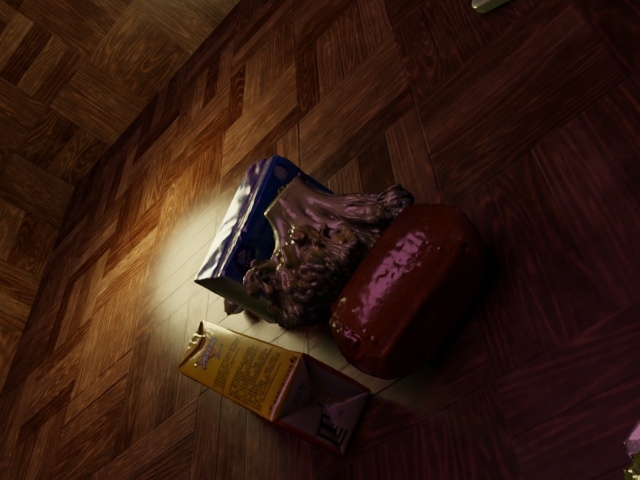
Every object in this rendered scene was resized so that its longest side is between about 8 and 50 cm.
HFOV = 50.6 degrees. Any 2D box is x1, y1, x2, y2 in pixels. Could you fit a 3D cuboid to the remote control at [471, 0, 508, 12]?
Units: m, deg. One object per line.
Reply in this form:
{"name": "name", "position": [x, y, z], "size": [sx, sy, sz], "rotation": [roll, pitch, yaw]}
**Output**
{"name": "remote control", "position": [0.407, -0.503, 1.231], "size": [0.309, 0.038, 0.090], "rotation": [-14, 50, 51]}

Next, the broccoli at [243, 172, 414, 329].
{"name": "broccoli", "position": [0.000, 0.000, 1.092], "size": [0.288, 0.245, 0.248], "rotation": [-43, -7, -14]}

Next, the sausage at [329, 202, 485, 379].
{"name": "sausage", "position": [0.125, 0.068, 0.957], "size": [0.268, 0.153, 0.141], "rotation": [-55, 40, 1]}

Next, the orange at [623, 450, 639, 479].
{"name": "orange", "position": [0.336, 0.225, 0.428], "size": [0.301, 0.223, 0.300], "rotation": [-42, 37, 21]}

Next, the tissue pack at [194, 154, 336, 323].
{"name": "tissue pack", "position": [-0.086, 0.003, 1.288], "size": [0.146, 0.198, 0.264], "rotation": [-10, 52, 55]}

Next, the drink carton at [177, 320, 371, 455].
{"name": "drink carton", "position": [-0.091, 0.228, 1.113], "size": [0.351, 0.154, 0.111], "rotation": [5, 65, 57]}

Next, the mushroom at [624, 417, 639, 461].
{"name": "mushroom", "position": [0.373, 0.145, 0.603], "size": [0.209, 0.071, 0.084], "rotation": [-43, 39, 26]}

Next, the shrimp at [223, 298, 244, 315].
{"name": "shrimp", "position": [-0.134, 0.085, 1.441], "size": [0.166, 0.049, 0.161], "rotation": [-14, 48, 40]}
